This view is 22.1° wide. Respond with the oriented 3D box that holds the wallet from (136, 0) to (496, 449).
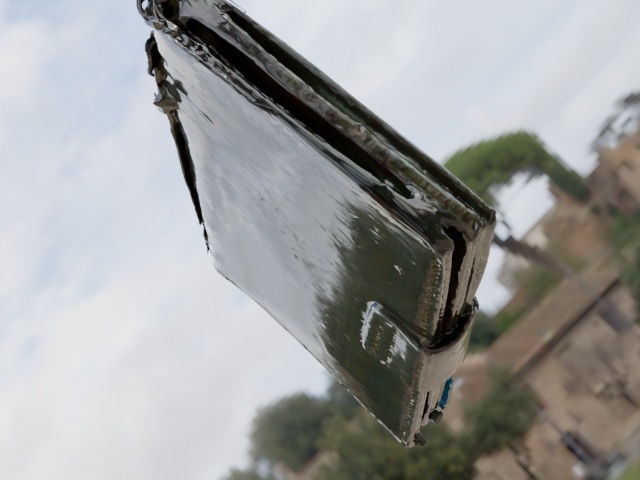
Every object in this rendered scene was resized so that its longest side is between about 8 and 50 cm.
[{"bbox_3d":[0.000,-0.001,0.757,0.044,0.169,0.317,-47,-15,-14],"label":"wallet"}]
